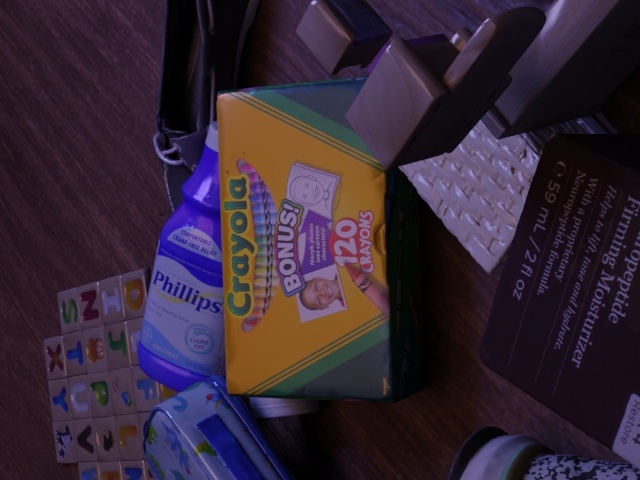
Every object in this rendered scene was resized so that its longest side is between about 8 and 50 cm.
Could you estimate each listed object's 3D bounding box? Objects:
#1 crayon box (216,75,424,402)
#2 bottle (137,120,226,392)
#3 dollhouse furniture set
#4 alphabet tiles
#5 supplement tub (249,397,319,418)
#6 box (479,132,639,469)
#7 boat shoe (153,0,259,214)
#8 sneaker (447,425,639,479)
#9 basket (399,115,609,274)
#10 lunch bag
[{"bbox_3d":[0.000,0.000,1.047,0.165,0.081,0.279,-2,91,26],"label":"crayon box"},{"bbox_3d":[-0.110,0.020,1.204,0.118,0.092,0.283,23,111,21],"label":"bottle"},{"bbox_3d":[0.095,-0.246,0.797,0.303,0.286,0.198,53,133,19],"label":"dollhouse furniture set"},{"bbox_3d":[-0.260,0.191,1.466,0.342,0.011,0.285,-14,81,49],"label":"alphabet tiles"},{"bbox_3d":[-0.040,0.119,1.154,0.071,0.071,0.107,-13,83,50],"label":"supplement tub"},{"bbox_3d":[0.243,0.042,0.736,0.203,0.167,0.169,34,117,43],"label":"box"},{"bbox_3d":[-0.139,-0.165,1.233,0.112,0.095,0.335,25,111,46],"label":"boat shoe"},{"bbox_3d":[0.200,0.338,0.836,0.182,0.158,0.410,-10,87,40],"label":"sneaker"},{"bbox_3d":[0.141,-0.061,0.900,0.167,0.103,0.113,55,130,33],"label":"basket"},{"bbox_3d":[-0.083,0.249,1.141,0.219,0.090,0.176,52,153,18],"label":"lunch bag"}]
